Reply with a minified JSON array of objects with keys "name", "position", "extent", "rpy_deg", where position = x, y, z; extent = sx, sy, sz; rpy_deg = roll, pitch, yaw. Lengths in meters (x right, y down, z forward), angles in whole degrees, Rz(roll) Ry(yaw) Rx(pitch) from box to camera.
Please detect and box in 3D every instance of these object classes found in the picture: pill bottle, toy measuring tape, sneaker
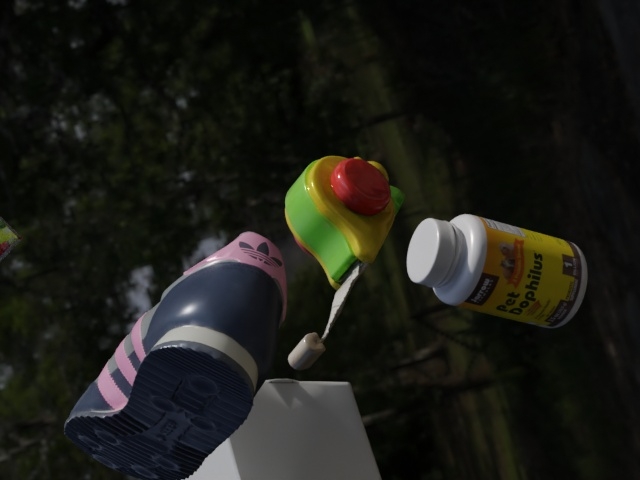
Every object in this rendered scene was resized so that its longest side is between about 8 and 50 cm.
[{"name":"pill bottle","position":[0.222,0.036,1.627],"extent":[0.117,0.214,0.117],"rpy_deg":[-166,90,-69]},{"name":"toy measuring tape","position":[0.000,0.000,1.339],"extent":[0.330,0.121,0.121],"rpy_deg":[-60,-43,-51]},{"name":"sneaker","position":[-0.107,0.100,1.015],"extent":[0.112,0.319,0.131],"rpy_deg":[32,-123,-14]}]

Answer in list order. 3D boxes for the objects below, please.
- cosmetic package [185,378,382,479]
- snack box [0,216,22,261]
[{"name":"cosmetic package","position":[-0.030,0.361,1.490],"extent":[0.217,0.156,0.385],"rpy_deg":[7,-129,-36]},{"name":"snack box","position":[-0.541,0.013,1.956],"extent":[0.100,0.141,0.037],"rpy_deg":[43,179,1]}]
